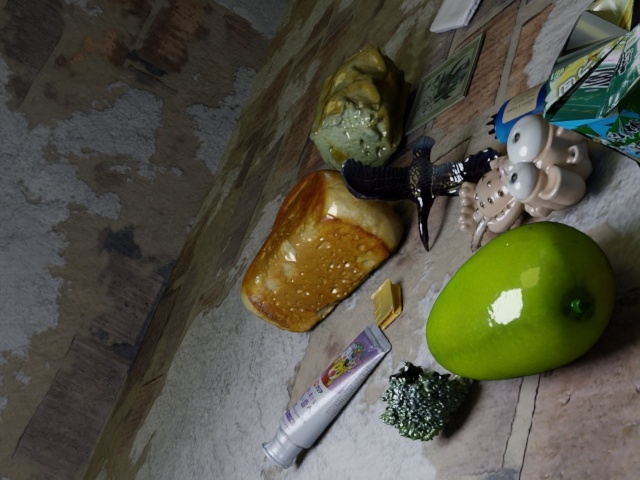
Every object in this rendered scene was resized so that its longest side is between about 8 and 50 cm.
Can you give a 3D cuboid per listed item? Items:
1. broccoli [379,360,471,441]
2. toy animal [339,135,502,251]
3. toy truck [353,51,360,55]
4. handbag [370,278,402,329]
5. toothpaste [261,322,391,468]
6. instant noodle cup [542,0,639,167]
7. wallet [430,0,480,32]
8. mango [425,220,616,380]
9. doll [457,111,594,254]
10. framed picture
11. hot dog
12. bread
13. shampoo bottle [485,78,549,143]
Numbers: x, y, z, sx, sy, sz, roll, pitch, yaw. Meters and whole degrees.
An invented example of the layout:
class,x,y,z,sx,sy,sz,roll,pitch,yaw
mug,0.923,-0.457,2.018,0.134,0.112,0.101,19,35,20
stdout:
class,x,y,z,sx,sy,sz,roll,pitch,yaw
broccoli,0.145,0.218,1.389,0.204,0.118,0.122,-86,15,-85
toy animal,0.195,-0.088,1.694,0.273,0.197,0.160,-6,21,15
toy truck,0.125,-0.460,2.517,0.074,0.063,0.136,-31,32,20
handbag,0.118,0.115,1.705,0.061,0.027,0.083,-48,23,29
toothpaste,0.013,0.276,1.693,0.299,0.073,0.114,-50,20,6
instant noodle cup,0.412,-0.193,1.145,0.240,0.178,0.240,-51,20,27
wallet,0.316,-0.530,2.152,0.124,0.032,0.183,-61,20,-4
mango,0.241,0.085,1.218,0.343,0.156,0.192,-32,30,59
doll,0.294,-0.082,1.405,0.278,0.119,0.154,135,143,-54
framed picture,0.260,-0.327,2.023,0.231,0.010,0.173,-31,34,56
hot dog,0.001,0.001,1.932,0.405,0.185,0.223,-45,25,39
bread,0.094,-0.286,2.121,0.196,0.238,0.252,-9,50,27
shampoo bottle,0.343,-0.212,1.564,0.183,0.050,0.087,-22,45,62
